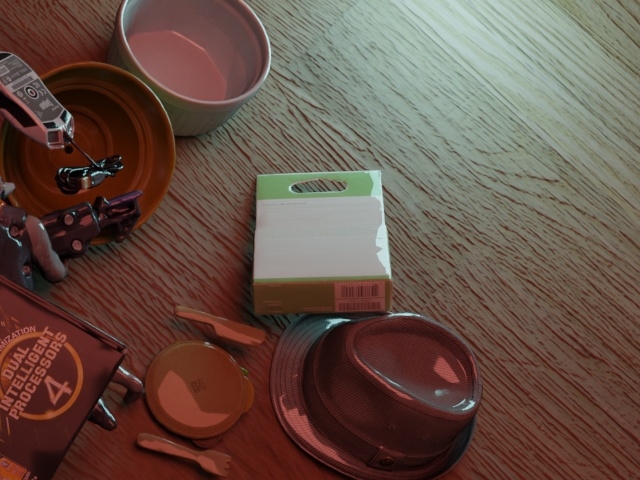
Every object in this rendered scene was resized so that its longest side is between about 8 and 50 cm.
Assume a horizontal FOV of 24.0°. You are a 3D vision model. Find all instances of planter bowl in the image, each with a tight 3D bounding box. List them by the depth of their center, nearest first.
[{"bbox_3d":[-0.291,-0.106,1.809,0.217,0.090,0.217,-4,98,-26],"label":"planter bowl"}]

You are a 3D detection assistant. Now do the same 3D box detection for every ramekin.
[{"bbox_3d":[-0.178,-0.233,1.956,0.207,0.109,0.207,13,57,-20],"label":"ramekin"}]

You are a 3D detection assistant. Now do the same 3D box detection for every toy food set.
[{"bbox_3d":[-0.144,0.179,1.776,0.132,0.038,0.192,19,59,-7],"label":"toy food set"}]

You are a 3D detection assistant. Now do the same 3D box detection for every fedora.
[{"bbox_3d":[0.088,0.169,1.841,0.275,0.124,0.244,25,53,-12],"label":"fedora"}]

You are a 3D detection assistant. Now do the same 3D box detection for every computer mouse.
[{"bbox_3d":[-0.314,-0.132,1.701,0.193,0.042,0.106,48,32,-2],"label":"computer mouse"}]

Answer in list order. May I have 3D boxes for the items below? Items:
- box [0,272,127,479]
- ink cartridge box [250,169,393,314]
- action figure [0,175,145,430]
[{"bbox_3d":[-0.425,0.197,1.489,0.318,0.097,0.395,32,75,-6],"label":"box"},{"bbox_3d":[0.000,0.000,1.903,0.171,0.056,0.235,-2,35,0],"label":"ink cartridge box"},{"bbox_3d":[-0.304,0.051,1.666,0.341,0.178,0.330,-31,96,-24],"label":"action figure"}]
